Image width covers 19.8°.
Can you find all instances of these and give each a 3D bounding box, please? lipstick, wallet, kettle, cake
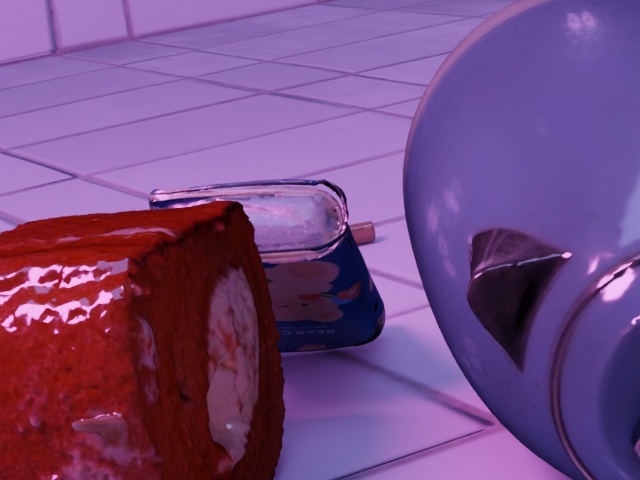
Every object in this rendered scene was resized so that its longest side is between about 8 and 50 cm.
[{"bbox_3d":[0.000,0.000,1.569,0.094,0.019,0.019,-11,14,-11],"label":"lipstick"},{"bbox_3d":[-0.038,0.020,1.221,0.141,0.059,0.202,-4,-20,8],"label":"wallet"},{"bbox_3d":[0.212,0.030,0.980,0.319,0.247,0.342,17,20,-9],"label":"kettle"},{"bbox_3d":[-0.116,0.080,1.007,0.150,0.177,0.283,-5,9,12],"label":"cake"}]
